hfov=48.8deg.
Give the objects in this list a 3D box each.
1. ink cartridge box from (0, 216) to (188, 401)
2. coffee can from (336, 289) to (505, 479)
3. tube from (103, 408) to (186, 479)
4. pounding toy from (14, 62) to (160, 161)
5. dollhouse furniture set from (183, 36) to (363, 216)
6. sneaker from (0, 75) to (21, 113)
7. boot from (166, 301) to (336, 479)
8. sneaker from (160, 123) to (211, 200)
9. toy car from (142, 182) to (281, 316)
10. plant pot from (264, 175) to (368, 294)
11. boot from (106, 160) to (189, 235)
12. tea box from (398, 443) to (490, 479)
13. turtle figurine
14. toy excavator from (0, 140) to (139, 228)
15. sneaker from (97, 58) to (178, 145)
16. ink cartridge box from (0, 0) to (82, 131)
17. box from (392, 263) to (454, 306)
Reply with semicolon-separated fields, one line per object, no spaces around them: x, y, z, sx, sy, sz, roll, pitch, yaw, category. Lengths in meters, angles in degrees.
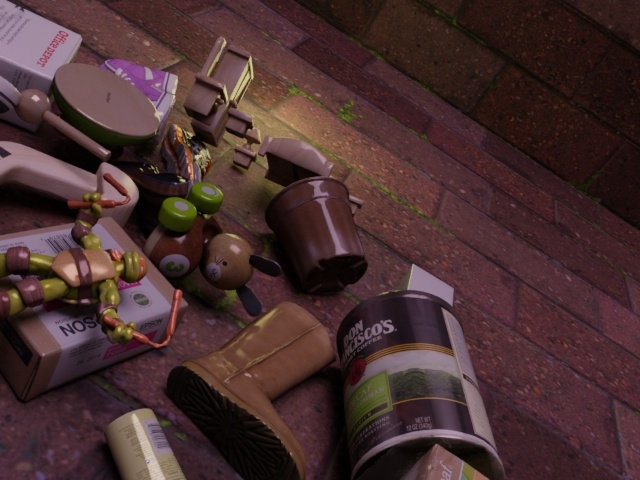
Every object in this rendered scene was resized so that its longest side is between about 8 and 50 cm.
-0.323;0.074;0.916;0.193;0.088;0.235;44;31;19;ink cartridge box
0.132;0.234;1.011;0.202;0.201;0.275;23;32;-19;coffee can
-0.168;0.303;0.774;0.070;0.062;0.240;-30;65;-9;tube
-0.381;-0.186;1.158;0.183;0.110;0.237;37;28;-4;pounding toy
-0.047;-0.215;1.347;0.356;0.173;0.303;24;-8;1;dollhouse furniture set
-0.591;-0.225;1.015;0.321;0.127;0.126;22;-13;12;sneaker
-0.050;0.203;0.996;0.236;0.089;0.270;43;30;15;boot
-0.241;-0.143;1.319;0.083;0.084;0.214;20;31;-32;sneaker
-0.155;0.034;1.051;0.188;0.155;0.149;32;30;8;toy car
0.000;0.000;1.282;0.167;0.167;0.165;8;47;-38;plant pot
-0.301;-0.070;1.176;0.082;0.106;0.219;-6;20;-42;boot
0.157;0.453;0.700;0.324;0.220;0.329;34;30;1;tea box
-0.297;0.029;0.831;0.217;0.087;0.269;-3;54;-35;turtle figurine
-0.490;-0.099;0.912;0.433;0.222;0.445;32;21;-6;toy excavator
-0.371;-0.277;1.380;0.161;0.102;0.282;18;22;-19;sneaker
-0.587;-0.332;1.210;0.289;0.121;0.211;23;32;-18;ink cartridge box
0.158;0.147;1.236;0.091;0.130;0.170;31;30;-3;box
